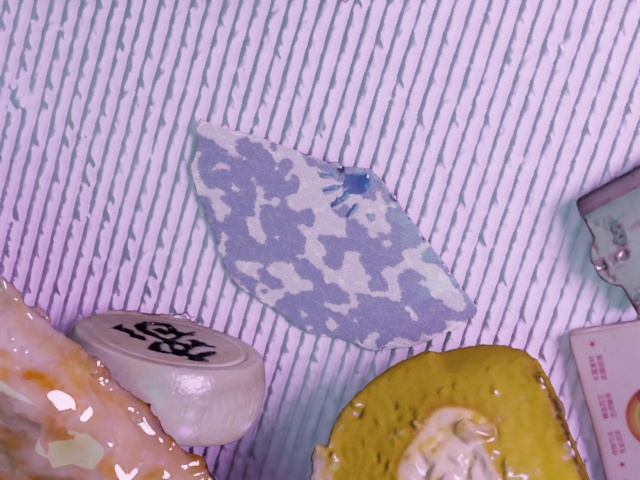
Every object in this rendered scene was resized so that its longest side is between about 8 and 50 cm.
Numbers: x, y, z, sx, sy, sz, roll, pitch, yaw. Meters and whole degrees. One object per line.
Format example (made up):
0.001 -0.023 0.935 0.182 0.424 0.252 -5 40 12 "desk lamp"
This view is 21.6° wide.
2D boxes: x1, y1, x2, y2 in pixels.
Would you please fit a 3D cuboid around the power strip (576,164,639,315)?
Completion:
0.300 -0.046 1.107 0.268 0.034 0.092 -29 95 16 "power strip"

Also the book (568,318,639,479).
0.299 0.118 1.137 0.232 0.022 0.162 -11 100 22 "book"

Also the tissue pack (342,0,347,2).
0.014 -0.294 1.044 0.148 0.092 0.246 25 111 -32 "tissue pack"

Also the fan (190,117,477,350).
0.000 0.000 1.193 0.240 0.009 0.131 35 108 2 "fan"

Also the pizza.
-0.193 0.228 1.129 0.392 0.080 0.435 22 120 7 "pizza"

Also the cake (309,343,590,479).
0.100 0.203 1.111 0.179 0.156 0.260 -19 65 4 "cake"

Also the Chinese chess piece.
-0.109 0.093 1.166 0.144 0.144 0.058 13 101 8 "Chinese chess piece"
